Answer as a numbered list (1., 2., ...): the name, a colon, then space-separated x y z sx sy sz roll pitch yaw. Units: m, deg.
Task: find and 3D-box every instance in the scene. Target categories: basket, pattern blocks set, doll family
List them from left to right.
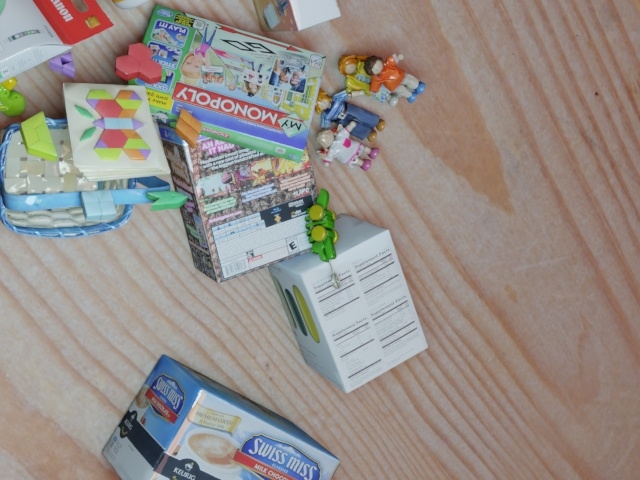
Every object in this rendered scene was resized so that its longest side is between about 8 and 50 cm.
1. basket: -0.403 -0.100 1.604 0.254 0.289 0.201 -3 103 -26
2. pattern blocks set: -0.324 -0.176 1.541 0.285 0.026 0.325 -17 65 -32
3. doll family: 0.066 -0.270 1.919 0.163 0.118 0.263 24 108 -35

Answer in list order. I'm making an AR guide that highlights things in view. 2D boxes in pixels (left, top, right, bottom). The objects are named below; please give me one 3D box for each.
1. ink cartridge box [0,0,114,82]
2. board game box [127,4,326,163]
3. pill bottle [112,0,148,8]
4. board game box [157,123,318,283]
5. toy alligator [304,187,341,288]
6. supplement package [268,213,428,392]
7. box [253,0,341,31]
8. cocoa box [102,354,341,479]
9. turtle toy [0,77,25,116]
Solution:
1. ink cartridge box: -0.478 -0.371 1.585 0.224 0.056 0.181 -32 69 -15
2. board game box: -0.163 -0.274 1.708 0.317 0.046 0.214 15 61 -7
3. pill bottle: -0.340 -0.524 1.561 0.162 0.162 0.278 -43 121 -12
4. board game box: -0.142 -0.103 1.818 0.232 0.141 0.291 -19 108 -22
5. toy alligator: 0.000 0.000 1.778 0.056 0.051 0.190 17 63 -58
6. supplement package: 0.048 0.117 1.926 0.198 0.199 0.263 -27 111 -18
7. box: -0.054 -0.452 1.770 0.091 0.170 0.130 -24 110 -20
8. cocoa box: -0.185 0.409 1.854 0.347 0.231 0.228 34 84 -28
9. turtle toy: -0.547 -0.250 1.627 0.095 0.066 0.130 -45 120 8
